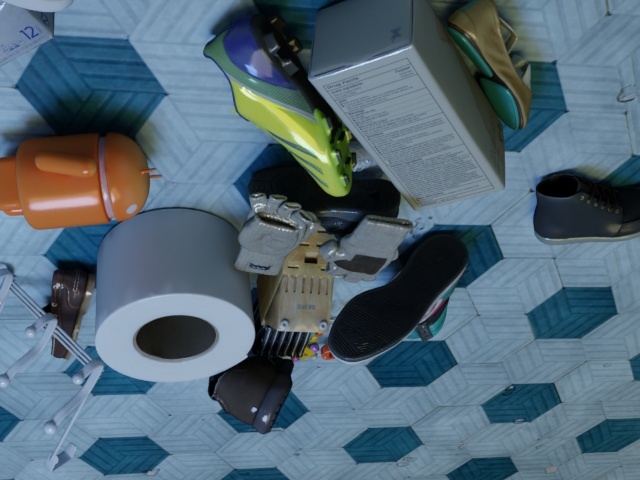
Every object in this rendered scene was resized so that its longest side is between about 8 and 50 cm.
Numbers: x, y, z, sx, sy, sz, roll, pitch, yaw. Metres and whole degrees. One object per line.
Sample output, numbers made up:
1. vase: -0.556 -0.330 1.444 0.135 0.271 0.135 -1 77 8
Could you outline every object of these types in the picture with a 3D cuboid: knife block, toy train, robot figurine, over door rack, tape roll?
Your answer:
1. knife block: -0.055 0.069 1.555 0.088 0.242 0.276 4 94 -18
2. toy train: -0.002 0.176 1.714 0.125 0.046 0.166 -13 144 2
3. robot figurine: -0.329 -0.081 1.257 0.219 0.128 0.158 -6 134 -5
4. over door rack: -0.492 0.232 1.522 0.108 0.239 0.324 -35 162 -44
5. tape roll: -0.230 0.090 1.457 0.246 0.169 0.246 -7 142 -5

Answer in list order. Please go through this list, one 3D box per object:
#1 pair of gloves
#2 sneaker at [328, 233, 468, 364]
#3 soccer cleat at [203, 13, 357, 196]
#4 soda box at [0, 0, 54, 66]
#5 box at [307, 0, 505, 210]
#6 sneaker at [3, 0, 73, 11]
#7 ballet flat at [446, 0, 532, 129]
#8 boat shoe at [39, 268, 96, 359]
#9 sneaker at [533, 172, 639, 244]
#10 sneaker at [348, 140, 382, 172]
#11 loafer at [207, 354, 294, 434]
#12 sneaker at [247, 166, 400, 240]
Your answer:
1. pair of gloves: 0.000 0.000 1.343 0.240 0.042 0.204 6 153 -7
2. sneaker: 0.124 0.127 1.558 0.295 0.124 0.178 -38 157 -23
3. soccer cleat: -0.047 -0.169 1.221 0.121 0.093 0.289 -16 128 24
4. soda box: -0.451 -0.233 1.075 0.286 0.091 0.098 -24 140 17
5. box: 0.123 -0.180 1.218 0.148 0.121 0.311 -12 144 26
6. sneaker: -0.326 -0.345 0.917 0.256 0.094 0.151 39 134 -26
7. ballet flat: 0.246 -0.235 1.239 0.073 0.080 0.232 -46 138 -1
8. boat shoe: -0.429 0.120 1.535 0.073 0.073 0.207 10 130 -20
9. sneaker: 0.455 -0.060 1.487 0.222 0.083 0.118 -12 141 5
10. sneaker: 0.038 -0.118 1.346 0.152 0.061 0.054 13 134 -28
11. loafer: -0.126 0.246 1.635 0.130 0.134 0.366 28 171 -2
12. sneaker: 0.004 -0.043 1.393 0.227 0.087 0.130 5 150 4
